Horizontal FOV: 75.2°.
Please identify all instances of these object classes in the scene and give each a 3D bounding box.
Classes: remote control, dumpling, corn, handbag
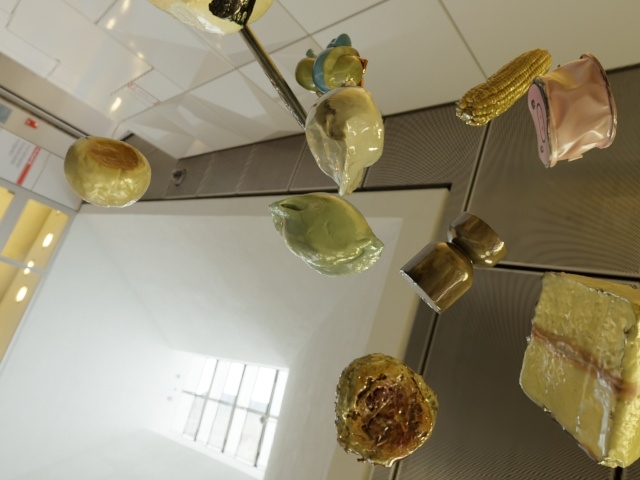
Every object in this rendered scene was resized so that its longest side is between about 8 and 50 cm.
[{"bbox_3d":[-0.144,-0.512,1.292,0.044,0.378,0.107,-33,-168,7],"label":"remote control"},{"bbox_3d":[0.070,-0.216,0.894,0.175,0.227,0.243,21,-125,37],"label":"dumpling"},{"bbox_3d":[-0.004,-0.013,1.276,0.270,0.211,0.321,-47,-112,21],"label":"dumpling"},{"bbox_3d":[0.467,-0.387,1.042,0.291,0.101,0.101,-37,-142,-14],"label":"corn"},{"bbox_3d":[0.512,-0.266,0.864,0.116,0.179,0.205,-13,-89,19],"label":"handbag"}]

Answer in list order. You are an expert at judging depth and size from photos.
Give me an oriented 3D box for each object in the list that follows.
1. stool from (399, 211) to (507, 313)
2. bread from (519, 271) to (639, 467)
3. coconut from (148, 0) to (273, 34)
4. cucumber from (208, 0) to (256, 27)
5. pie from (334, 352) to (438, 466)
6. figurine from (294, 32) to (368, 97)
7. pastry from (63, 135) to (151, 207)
[{"bbox_3d":[0.390,0.067,1.239,0.264,0.179,0.179,-42,-139,1],"label":"stool"},{"bbox_3d":[0.445,0.197,0.712,0.236,0.198,0.264,19,-79,55],"label":"bread"},{"bbox_3d":[-0.278,-0.659,0.889,0.415,0.415,0.345,32,-75,50],"label":"coconut"},{"bbox_3d":[-0.109,-0.521,0.690,0.072,0.081,0.304,36,-65,26],"label":"cucumber"},{"bbox_3d":[0.165,0.436,1.100,0.085,0.308,0.309,137,-28,-71],"label":"pie"},{"bbox_3d":[0.026,-0.513,1.236,0.180,0.153,0.262,-50,-130,6],"label":"figurine"},{"bbox_3d":[-0.416,-0.135,0.816,0.092,0.156,0.157,-49,-140,28],"label":"pastry"}]
